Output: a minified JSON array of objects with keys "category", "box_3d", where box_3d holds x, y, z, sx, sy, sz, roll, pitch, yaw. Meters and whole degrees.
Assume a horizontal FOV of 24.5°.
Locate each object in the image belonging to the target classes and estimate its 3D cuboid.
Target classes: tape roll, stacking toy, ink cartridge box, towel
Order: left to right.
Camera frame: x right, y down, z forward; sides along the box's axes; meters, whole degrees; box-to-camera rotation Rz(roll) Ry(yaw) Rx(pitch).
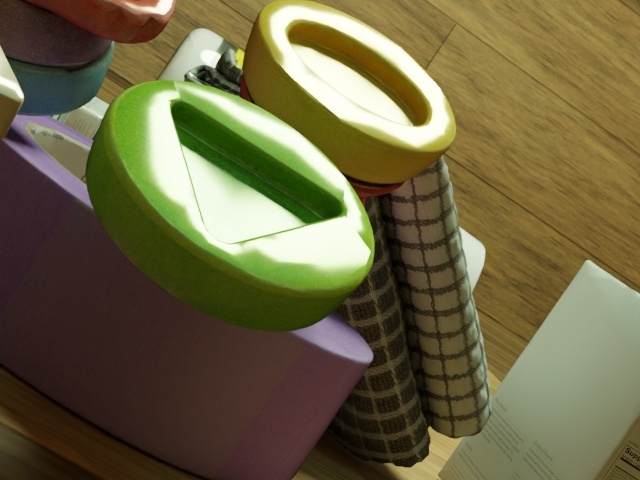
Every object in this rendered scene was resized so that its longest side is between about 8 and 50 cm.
[{"category":"ink cartridge box","box_3d":[-0.333,-0.178,1.620,0.224,0.045,0.223,32,4,-5]},{"category":"stacking toy","box_3d":[-0.103,-0.050,0.711,0.309,0.130,0.279,31,31,-9]},{"category":"tape roll","box_3d":[-0.107,0.023,0.821,0.275,0.090,0.275,35,4,-3]},{"category":"towel","box_3d":[0.000,0.000,1.045,0.283,0.121,0.235,42,-28,58]}]

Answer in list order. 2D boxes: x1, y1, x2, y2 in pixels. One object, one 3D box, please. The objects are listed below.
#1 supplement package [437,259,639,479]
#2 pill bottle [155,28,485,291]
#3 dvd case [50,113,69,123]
[{"category":"supplement package","box_3d":[0.221,0.155,1.045,0.149,0.203,0.194,32,5,-18]},{"category":"pill bottle","box_3d":[-0.025,-0.028,1.338,0.334,0.188,0.188,34,4,-9]},{"category":"dvd case","box_3d":[-0.287,-0.146,1.367,0.119,0.087,0.013,34,-15,-18]}]
